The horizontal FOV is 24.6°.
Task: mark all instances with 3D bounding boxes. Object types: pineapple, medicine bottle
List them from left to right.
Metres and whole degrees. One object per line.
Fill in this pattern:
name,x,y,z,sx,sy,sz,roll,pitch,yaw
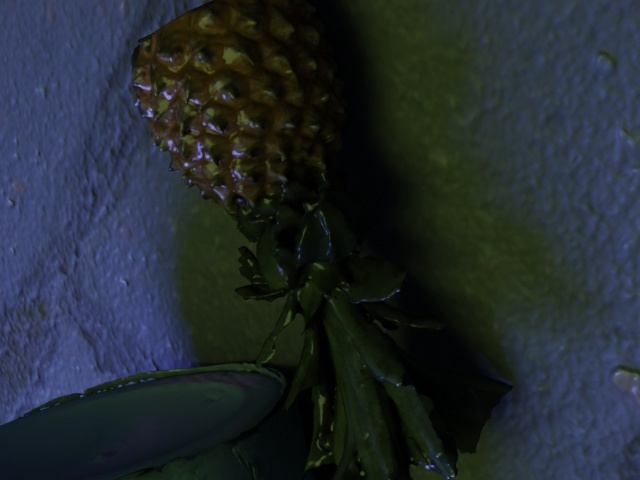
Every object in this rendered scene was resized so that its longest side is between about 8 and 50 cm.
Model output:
medicine bottle,-0.098,0.248,0.901,0.245,0.245,0.289,-4,105,47
pineapple,0.000,0.000,0.789,0.130,0.119,0.277,-23,92,5
